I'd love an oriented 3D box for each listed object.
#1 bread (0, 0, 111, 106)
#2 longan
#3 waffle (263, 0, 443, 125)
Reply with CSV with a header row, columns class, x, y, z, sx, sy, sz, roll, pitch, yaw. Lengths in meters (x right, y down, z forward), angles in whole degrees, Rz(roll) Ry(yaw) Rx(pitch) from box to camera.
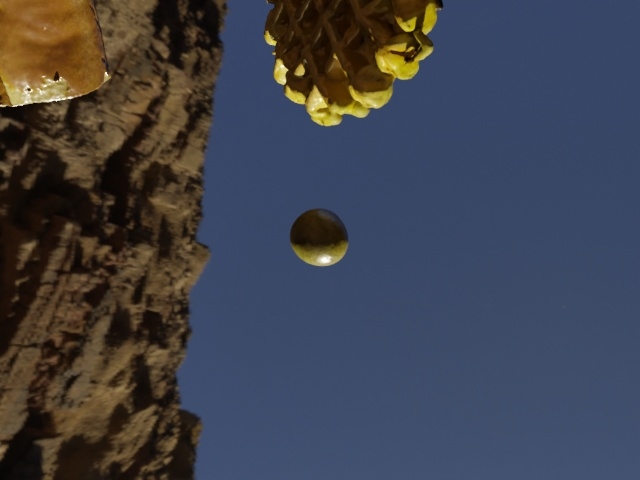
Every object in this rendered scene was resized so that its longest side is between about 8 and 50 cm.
class,x,y,z,sx,sy,sz,roll,pitch,yaw
bread,-0.104,-0.089,0.327,0.047,0.036,0.083,-5,-57,-3
longan,0.000,0.000,1.127,0.075,0.083,0.075,-9,-126,12
waffle,0.029,-0.267,0.933,0.329,0.062,0.329,-10,-102,54
